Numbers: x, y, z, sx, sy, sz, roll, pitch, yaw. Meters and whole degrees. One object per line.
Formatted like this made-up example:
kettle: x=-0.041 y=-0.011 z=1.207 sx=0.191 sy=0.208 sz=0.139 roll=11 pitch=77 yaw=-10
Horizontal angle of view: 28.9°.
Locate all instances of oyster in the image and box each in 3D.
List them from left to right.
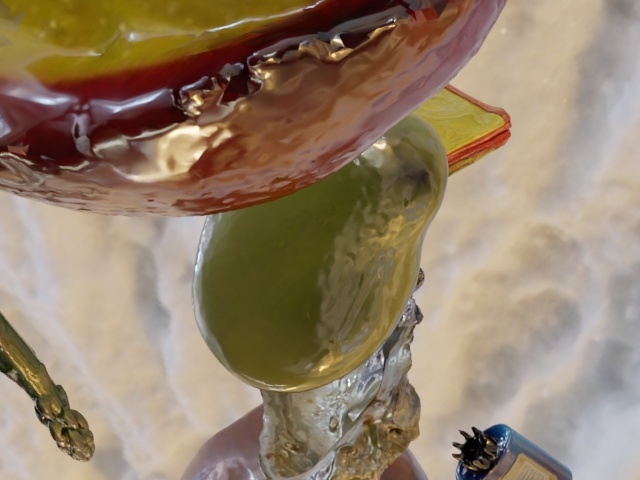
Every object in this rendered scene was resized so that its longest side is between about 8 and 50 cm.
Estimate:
oyster: x=0.042 y=0.164 z=1.358 sx=0.221 sy=0.361 sz=0.096 roll=-33 pitch=125 yaw=21

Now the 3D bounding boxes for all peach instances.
peach: x=-0.104 y=-0.188 z=0.557 sx=0.406 sy=0.310 sz=0.335 roll=24 pitch=96 yaw=2

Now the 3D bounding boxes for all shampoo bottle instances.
shampoo bottle: x=0.213 y=0.263 z=1.412 sx=0.183 sy=0.087 sz=0.050 roll=36 pitch=-173 yaw=-41

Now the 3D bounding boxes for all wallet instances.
wallet: x=0.096 y=-0.156 z=1.449 sx=0.241 sy=0.141 sz=0.067 roll=42 pitch=145 yaw=35

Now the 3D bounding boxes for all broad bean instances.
broad bean: x=0.000 y=0.000 z=1.020 sx=0.189 sy=0.263 sz=0.121 roll=31 pitch=171 yaw=-16

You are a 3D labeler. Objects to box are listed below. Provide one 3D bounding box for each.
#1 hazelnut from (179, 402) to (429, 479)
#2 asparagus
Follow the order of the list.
hazelnut: x=-0.009 y=0.366 z=1.573 sx=0.366 sy=0.366 sz=0.366 roll=20 pitch=133 yaw=24
asparagus: x=-0.187 y=0.065 z=0.732 sx=0.034 sy=0.027 sz=0.236 roll=6 pitch=140 yaw=35
